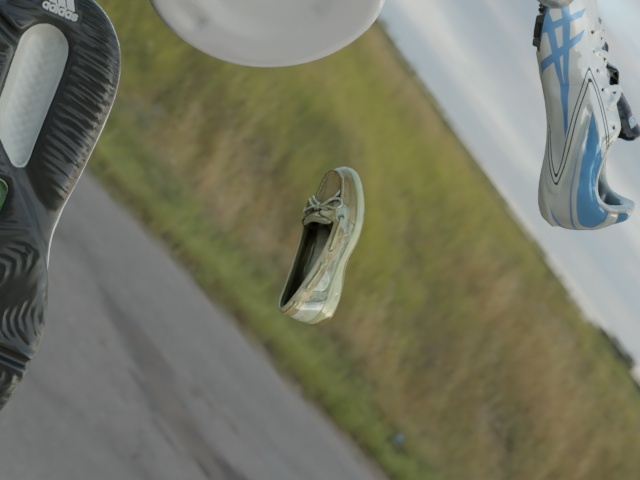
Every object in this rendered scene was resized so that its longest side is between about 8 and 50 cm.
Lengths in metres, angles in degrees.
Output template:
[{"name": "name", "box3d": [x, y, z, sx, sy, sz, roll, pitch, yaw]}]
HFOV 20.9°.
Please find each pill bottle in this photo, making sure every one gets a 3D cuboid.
[{"name": "pill bottle", "box3d": [-0.035, -0.271, 1.185, 0.160, 0.160, 0.283, 50, 30, -44]}]

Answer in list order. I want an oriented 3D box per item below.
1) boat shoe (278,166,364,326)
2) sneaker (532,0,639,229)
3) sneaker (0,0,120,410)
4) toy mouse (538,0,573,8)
[{"name": "boat shoe", "box3d": [-0.001, 0.001, 1.592, 0.048, 0.153, 0.056, 24, -14, -37]}, {"name": "sneaker", "box3d": [0.216, -0.125, 1.401, 0.085, 0.086, 0.237, -52, 139, -69]}, {"name": "sneaker", "box3d": [-0.291, -0.002, 1.464, 0.169, 0.448, 0.257, 26, 3, -9]}, {"name": "toy mouse", "box3d": [0.022, -0.094, 0.367, 0.161, 0.031, 0.143, 43, 9, -26]}]
